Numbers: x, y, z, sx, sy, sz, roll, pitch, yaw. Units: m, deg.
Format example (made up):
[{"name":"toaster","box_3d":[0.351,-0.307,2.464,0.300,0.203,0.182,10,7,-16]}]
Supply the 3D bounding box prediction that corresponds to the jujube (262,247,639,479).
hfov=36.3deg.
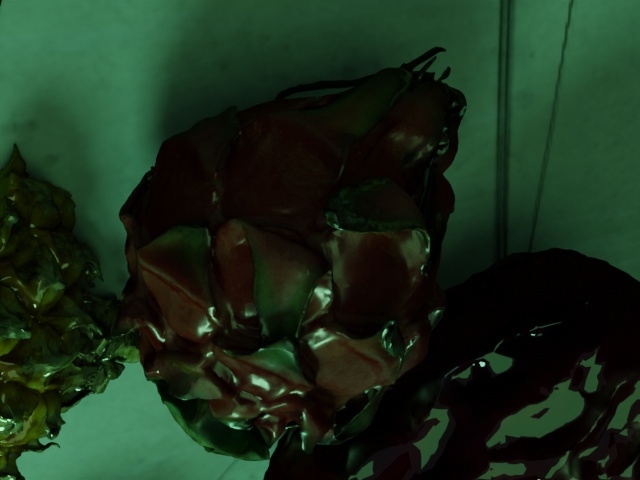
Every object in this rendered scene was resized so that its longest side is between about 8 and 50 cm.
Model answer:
[{"name":"jujube","box_3d":[0.116,0.178,0.749,0.376,0.258,0.258,-48,121,0]}]

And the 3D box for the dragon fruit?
[{"name":"dragon fruit","box_3d":[0.000,0.000,0.631,0.293,0.234,0.233,-44,122,-9]}]

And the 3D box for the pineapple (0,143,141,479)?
[{"name":"pineapple","box_3d":[-0.187,0.095,0.648,0.164,0.140,0.249,29,100,-31]}]
